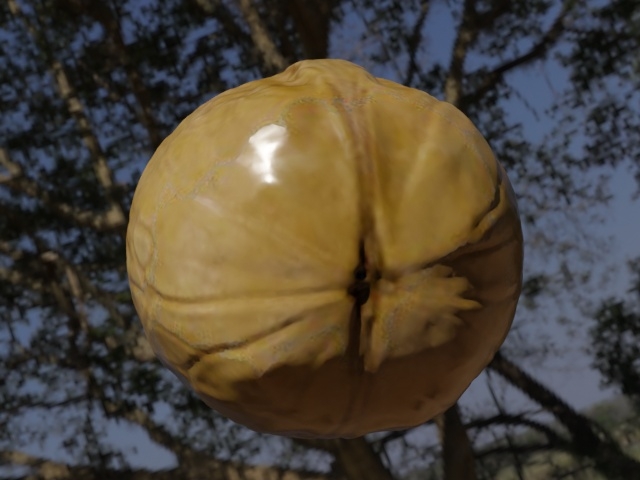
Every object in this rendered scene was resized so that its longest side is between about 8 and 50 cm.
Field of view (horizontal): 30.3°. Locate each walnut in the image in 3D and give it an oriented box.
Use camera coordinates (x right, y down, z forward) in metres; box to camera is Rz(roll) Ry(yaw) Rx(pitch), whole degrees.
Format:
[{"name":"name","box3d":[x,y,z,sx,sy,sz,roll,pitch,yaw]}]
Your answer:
[{"name":"walnut","box3d":[0.000,0.000,0.597,0.195,0.195,0.221,-22,20,1]}]
